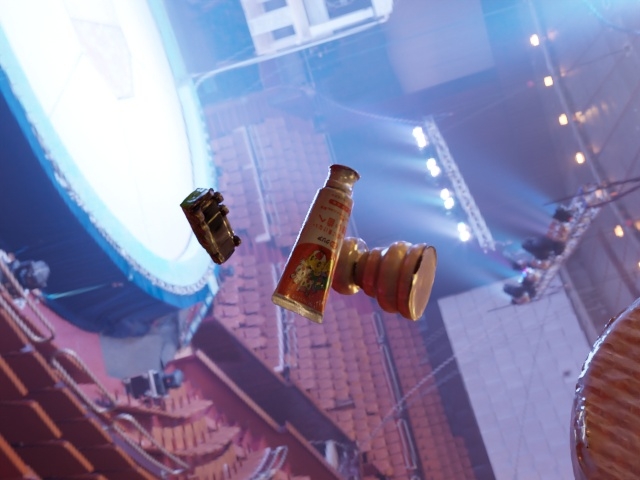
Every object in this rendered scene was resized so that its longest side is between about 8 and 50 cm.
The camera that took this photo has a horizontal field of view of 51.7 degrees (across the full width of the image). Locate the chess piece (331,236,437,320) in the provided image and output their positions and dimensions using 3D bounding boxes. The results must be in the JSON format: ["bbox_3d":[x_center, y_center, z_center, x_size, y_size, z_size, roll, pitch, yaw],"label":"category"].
[{"bbox_3d":[0.076,0.049,1.238,0.143,0.261,0.142,-39,136,-52],"label":"chess piece"}]

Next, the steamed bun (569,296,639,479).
[{"bbox_3d":[0.417,0.193,0.566,0.241,0.375,0.374,48,18,-35],"label":"steamed bun"}]

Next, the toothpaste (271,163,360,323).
[{"bbox_3d":[0.000,0.000,0.985,0.057,0.089,0.234,-9,-122,60],"label":"toothpaste"}]

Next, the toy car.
[{"bbox_3d":[-0.212,-0.027,1.274,0.071,0.063,0.165,-49,141,-29],"label":"toy car"}]
